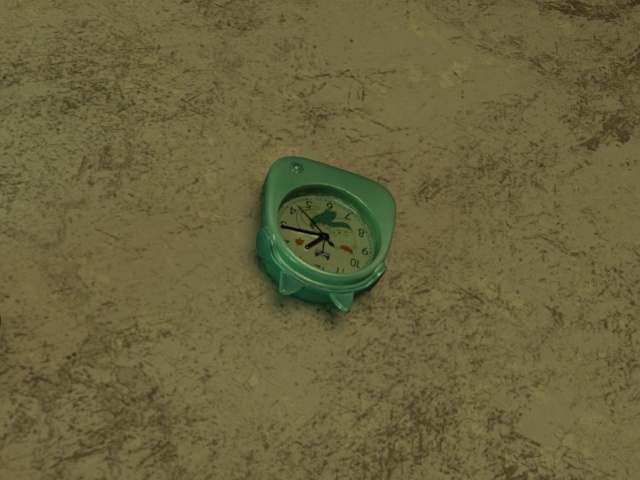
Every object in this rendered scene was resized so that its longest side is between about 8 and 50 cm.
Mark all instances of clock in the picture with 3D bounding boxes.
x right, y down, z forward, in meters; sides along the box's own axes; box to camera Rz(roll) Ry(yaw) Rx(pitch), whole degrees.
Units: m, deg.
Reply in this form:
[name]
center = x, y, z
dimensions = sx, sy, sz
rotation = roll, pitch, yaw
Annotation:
[clock]
center = 0.000, 0.000, 1.755
dimensions = 0.223, 0.094, 0.274
rotation = 18, 51, -9
